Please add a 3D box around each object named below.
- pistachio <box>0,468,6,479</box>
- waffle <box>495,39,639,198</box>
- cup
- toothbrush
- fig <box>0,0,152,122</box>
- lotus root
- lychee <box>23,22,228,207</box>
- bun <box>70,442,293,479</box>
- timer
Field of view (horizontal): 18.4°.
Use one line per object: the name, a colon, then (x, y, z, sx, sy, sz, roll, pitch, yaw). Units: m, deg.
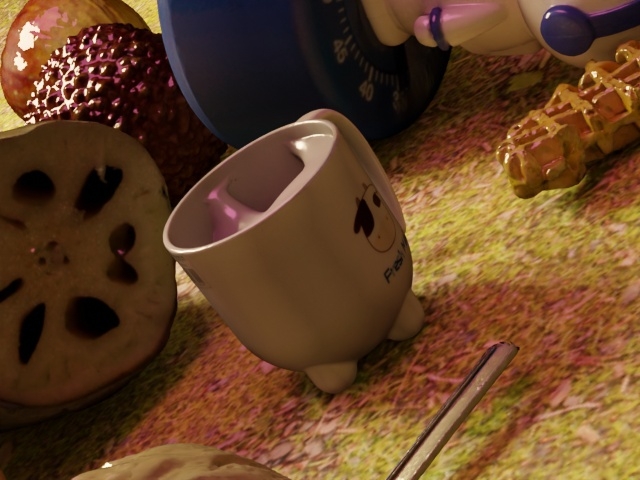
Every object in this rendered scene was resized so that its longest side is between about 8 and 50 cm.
pistachio: (-0.333, 0.181, 1.301, 0.229, 0.238, 0.321, -36, 55, -15)
waffle: (0.212, -0.089, 1.313, 0.194, 0.051, 0.149, -18, 25, 33)
cup: (-0.010, 0.008, 1.310, 0.134, 0.142, 0.173, -32, 23, 9)
toothbrush: (0.023, 0.162, 1.111, 0.294, 0.028, 0.026, -45, 30, -23)
fig: (-0.203, -0.160, 1.970, 0.160, 0.230, 0.143, -52, -15, -37)
lotus root: (-0.280, 0.034, 1.512, 0.346, 0.250, 0.250, -5, 37, 50)
lychee: (-0.170, -0.096, 1.704, 0.188, 0.188, 0.188, -29, 23, 14)
bun: (-0.082, 0.200, 0.984, 0.243, 0.153, 0.244, -18, 44, 18)
timer: (0.099, -0.198, 1.487, 0.383, 0.270, 0.270, 1, 40, 33)
